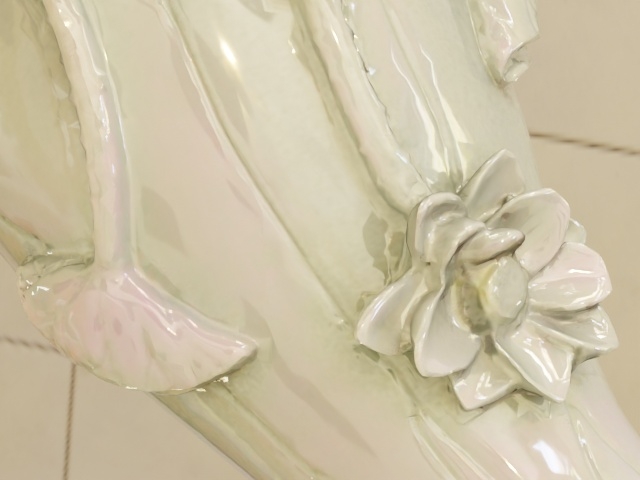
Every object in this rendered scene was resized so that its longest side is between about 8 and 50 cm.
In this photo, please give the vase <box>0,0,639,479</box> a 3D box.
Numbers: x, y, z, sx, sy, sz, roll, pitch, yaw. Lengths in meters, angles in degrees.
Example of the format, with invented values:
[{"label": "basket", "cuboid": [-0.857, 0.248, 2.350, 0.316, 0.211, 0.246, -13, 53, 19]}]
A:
[{"label": "vase", "cuboid": [0.000, 0.000, 0.630, 0.250, 0.250, 0.445, -42, 70, 24]}]
